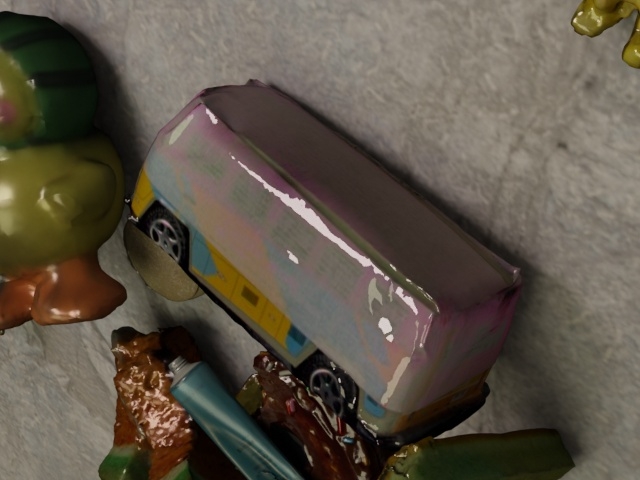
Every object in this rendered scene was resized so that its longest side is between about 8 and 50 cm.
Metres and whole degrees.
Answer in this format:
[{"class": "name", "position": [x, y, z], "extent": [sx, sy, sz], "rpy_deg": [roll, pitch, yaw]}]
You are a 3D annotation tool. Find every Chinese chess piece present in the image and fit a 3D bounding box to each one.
[{"class": "Chinese chess piece", "position": [-0.160, 0.007, 1.552], "extent": [0.122, 0.051, 0.122], "rpy_deg": [24, 132, 30]}]

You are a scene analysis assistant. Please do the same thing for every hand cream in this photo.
[{"class": "hand cream", "position": [-0.081, 0.211, 1.482], "extent": [0.224, 0.048, 0.083], "rpy_deg": [48, 140, 0]}]

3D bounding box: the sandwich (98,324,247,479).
[{"class": "sandwich", "position": [-0.179, 0.237, 1.619], "extent": [0.301, 0.162, 0.250], "rpy_deg": [68, -170, 20]}]

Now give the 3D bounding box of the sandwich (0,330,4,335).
[{"class": "sandwich", "position": [-0.483, 0.025, 1.859], "extent": [0.258, 0.096, 0.094], "rpy_deg": [35, 145, 20]}]

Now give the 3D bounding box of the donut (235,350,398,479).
[{"class": "donut", "position": [-0.003, 0.204, 1.504], "extent": [0.216, 0.096, 0.230], "rpy_deg": [39, 140, 16]}]

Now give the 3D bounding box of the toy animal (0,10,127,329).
[{"class": "toy animal", "position": [-0.309, -0.076, 1.520], "extent": [0.216, 0.191, 0.338], "rpy_deg": [-7, 98, 27]}]

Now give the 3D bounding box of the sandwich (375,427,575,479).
[{"class": "sandwich", "position": [0.137, 0.217, 1.279], "extent": [0.063, 0.212, 0.245], "rpy_deg": [60, 157, 22]}]

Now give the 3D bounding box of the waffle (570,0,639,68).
[{"class": "waffle", "position": [0.268, -0.239, 0.925], "extent": [0.307, 0.060, 0.311], "rpy_deg": [20, 131, 38]}]

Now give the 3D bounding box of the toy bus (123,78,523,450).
[{"class": "toy bus", "position": [0.000, 0.000, 1.283], "extent": [0.386, 0.171, 0.162], "rpy_deg": [40, 121, 26]}]
